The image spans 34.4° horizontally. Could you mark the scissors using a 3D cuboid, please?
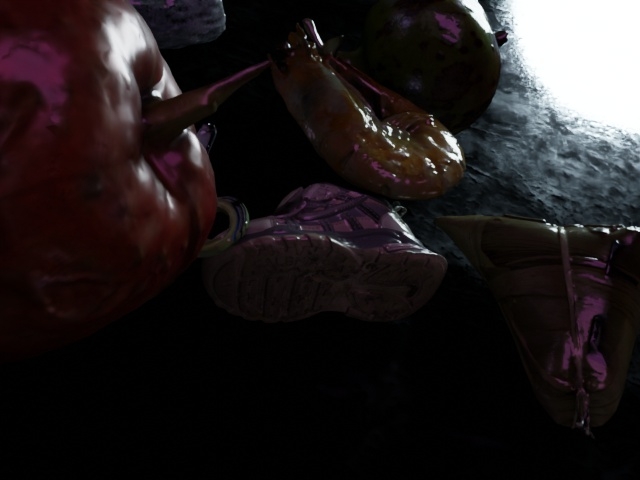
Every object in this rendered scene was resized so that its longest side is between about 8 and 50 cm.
[{"bbox_3d":[-0.111,-0.033,0.756,0.133,0.020,0.187,-17,33,10],"label":"scissors"}]

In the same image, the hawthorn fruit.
[{"bbox_3d":[-0.197,-0.044,0.606,0.262,0.258,0.258,18,37,31],"label":"hawthorn fruit"}]

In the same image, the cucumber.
[{"bbox_3d":[-0.145,-0.200,0.926,0.112,0.064,0.064,-17,53,-30],"label":"cucumber"}]

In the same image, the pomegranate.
[{"bbox_3d":[0.077,-0.159,0.910,0.169,0.148,0.148,-7,48,-17],"label":"pomegranate"}]

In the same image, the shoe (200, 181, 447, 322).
[{"bbox_3d":[0.000,0.000,0.748,0.180,0.089,0.092,3,46,-22],"label":"shoe"}]

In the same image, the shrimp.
[{"bbox_3d":[0.032,-0.100,0.817,0.115,0.051,0.217,-8,44,-37],"label":"shrimp"}]

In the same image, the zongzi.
[{"bbox_3d":[0.143,0.061,0.771,0.178,0.081,0.189,11,53,22],"label":"zongzi"}]
